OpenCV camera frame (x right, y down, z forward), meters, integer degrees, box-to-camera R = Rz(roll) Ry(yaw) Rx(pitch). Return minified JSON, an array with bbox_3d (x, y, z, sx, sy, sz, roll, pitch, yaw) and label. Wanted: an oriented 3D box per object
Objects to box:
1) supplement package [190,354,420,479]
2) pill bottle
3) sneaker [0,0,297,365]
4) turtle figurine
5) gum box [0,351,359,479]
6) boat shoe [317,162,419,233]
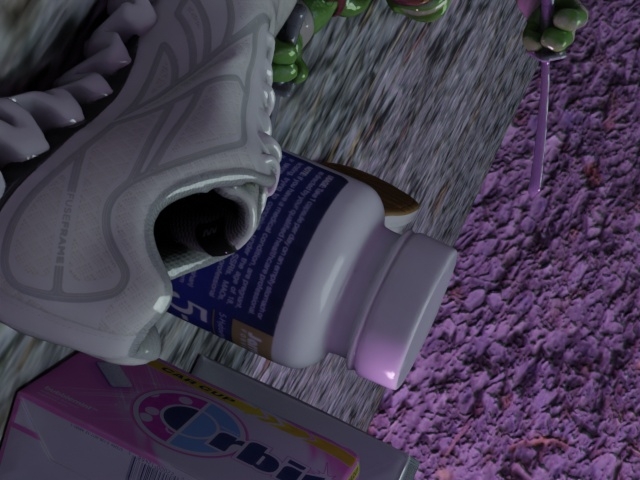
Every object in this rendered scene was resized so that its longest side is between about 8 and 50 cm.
[{"bbox_3d":[-0.032,0.215,1.079,0.149,0.194,0.203,-64,169,-8],"label":"supplement package"},{"bbox_3d":[-0.026,0.006,0.681,0.112,0.186,0.112,-61,168,-23],"label":"pill bottle"},{"bbox_3d":[-0.064,-0.052,0.570,0.110,0.118,0.292,100,16,-45],"label":"sneaker"},{"bbox_3d":[0.063,-0.142,0.780,0.266,0.197,0.275,53,58,-73],"label":"turtle figurine"},{"bbox_3d":[-0.075,0.132,0.709,0.062,0.188,0.107,-70,168,19],"label":"gum box"},{"bbox_3d":[0.000,0.000,1.060,0.277,0.098,0.096,-21,135,-62],"label":"boat shoe"}]
